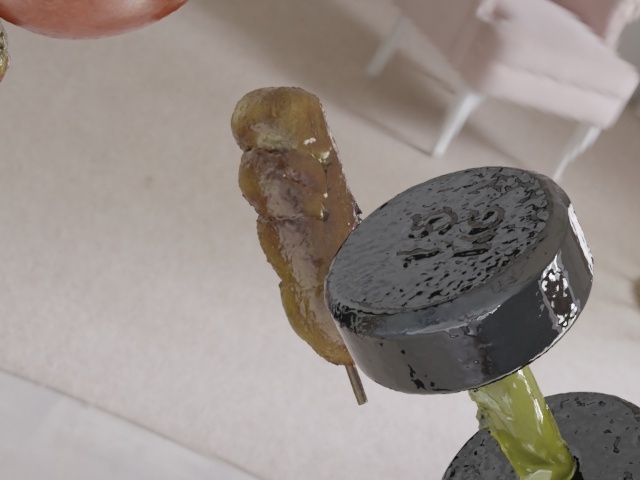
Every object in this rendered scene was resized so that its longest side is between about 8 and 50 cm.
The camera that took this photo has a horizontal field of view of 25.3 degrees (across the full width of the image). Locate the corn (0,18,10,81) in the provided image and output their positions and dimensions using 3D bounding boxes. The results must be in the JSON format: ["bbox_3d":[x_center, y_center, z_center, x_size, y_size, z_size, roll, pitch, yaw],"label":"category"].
[{"bbox_3d":[-0.281,-0.120,1.007,0.080,0.079,0.237,11,-8,-29],"label":"corn"}]

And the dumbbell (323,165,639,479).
[{"bbox_3d":[0.151,0.122,1.137,0.203,0.204,0.322,-99,164,-60],"label":"dumbbell"}]

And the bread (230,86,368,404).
[{"bbox_3d":[-0.001,0.001,1.463,0.124,0.084,0.344,-15,83,-22],"label":"bread"}]

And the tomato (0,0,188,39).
[{"bbox_3d":[-0.150,-0.222,0.864,0.208,0.184,0.208,5,59,-9],"label":"tomato"}]
